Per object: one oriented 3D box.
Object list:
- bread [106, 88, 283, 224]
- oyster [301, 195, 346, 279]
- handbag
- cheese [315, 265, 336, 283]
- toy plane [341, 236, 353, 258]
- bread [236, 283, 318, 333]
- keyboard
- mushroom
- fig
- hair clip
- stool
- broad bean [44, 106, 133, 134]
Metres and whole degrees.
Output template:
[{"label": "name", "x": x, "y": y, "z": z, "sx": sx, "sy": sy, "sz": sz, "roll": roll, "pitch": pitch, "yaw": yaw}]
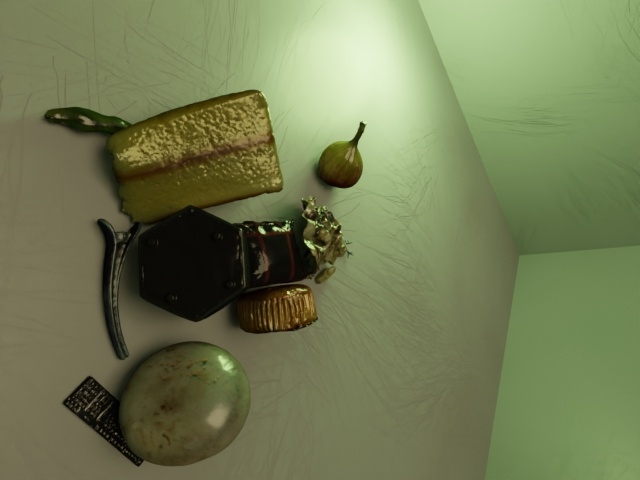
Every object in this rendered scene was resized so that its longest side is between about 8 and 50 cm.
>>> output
[{"label": "bread", "x": -0.293, "y": -0.197, "z": 0.935, "sx": 0.361, "sy": 0.245, "sz": 0.233, "roll": -19, "pitch": 114, "yaw": -20}, {"label": "oyster", "x": 0.002, "y": 0.000, "z": 1.179, "sx": 0.351, "sy": 0.114, "sz": 0.238, "roll": 40, "pitch": 52, "yaw": -68}, {"label": "handbag", "x": -0.148, "y": 0.032, "z": 1.011, "sx": 0.215, "sy": 0.155, "sz": 0.170, "roll": -5, "pitch": 84, "yaw": -44}, {"label": "cheese", "x": 0.020, "y": 0.107, "z": 1.283, "sx": 0.083, "sy": 0.044, "sz": 0.030, "roll": -34, "pitch": 93, "yaw": -45}, {"label": "toy plane", "x": 0.086, "y": 0.020, "z": 1.390, "sx": 0.078, "sy": 0.024, "sz": 0.084, "roll": -46, "pitch": 112, "yaw": -38}, {"label": "bread", "x": -0.109, "y": 0.163, "z": 1.004, "sx": 0.199, "sy": 0.199, "sz": 0.104, "roll": -9, "pitch": 90, "yaw": -50}, {"label": "keyboard", "x": -0.395, "y": 0.350, "z": 0.775, "sx": 0.204, "sy": 0.013, "sz": 0.061, "roll": 59, "pitch": 44, "yaw": -24}, {"label": "mushroom", "x": -0.263, "y": 0.335, "z": 0.812, "sx": 0.243, "sy": 0.243, "sz": 0.244, "roll": 11, "pitch": 75, "yaw": -48}, {"label": "fig", "x": 0.071, "y": -0.283, "z": 1.311, "sx": 0.160, "sy": 0.143, "sz": 0.231, "roll": -38, "pitch": 141, "yaw": -41}, {"label": "hair clip", "x": -0.403, "y": 0.097, "z": 0.796, "sx": 0.083, "sy": 0.048, "sz": 0.276, "roll": 6, "pitch": 84, "yaw": -51}, {"label": "stool", "x": -0.254, "y": 0.048, "z": 0.830, "sx": 0.232, "sy": 0.141, "sz": 0.232, "roll": 1, "pitch": 82, "yaw": -7}, {"label": "broad bean", "x": -0.433, "y": -0.228, "z": 0.807, "sx": 0.195, "sy": 0.046, "sz": 0.061, "roll": 22, "pitch": 65, "yaw": -48}]
